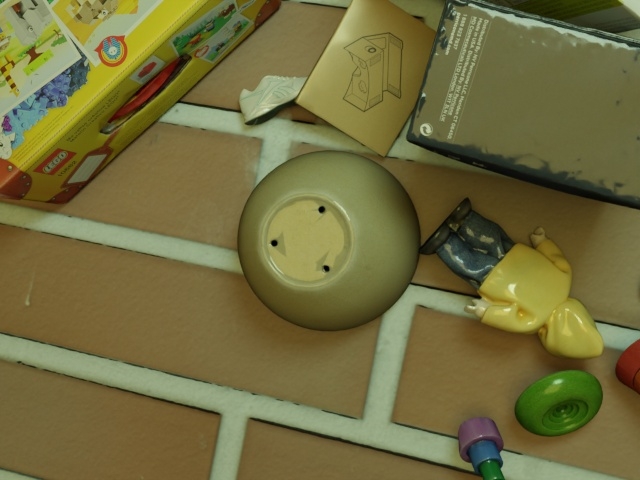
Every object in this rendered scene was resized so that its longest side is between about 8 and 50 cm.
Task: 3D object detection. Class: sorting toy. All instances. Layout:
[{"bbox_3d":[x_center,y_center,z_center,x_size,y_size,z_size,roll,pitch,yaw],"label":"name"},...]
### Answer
[{"bbox_3d":[0.370,0.253,0.925,0.366,0.126,0.127,-25,127,9],"label":"sorting toy"}]

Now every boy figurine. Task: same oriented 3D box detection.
[{"bbox_3d":[0.289,0.059,0.980,0.285,0.092,0.177,39,69,5],"label":"boy figurine"}]

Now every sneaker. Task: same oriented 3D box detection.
[{"bbox_3d":[-0.060,-0.236,1.063,0.152,0.054,0.061,-22,83,10],"label":"sneaker"}]

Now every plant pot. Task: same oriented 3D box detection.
[{"bbox_3d":[0.000,0.000,0.983,0.284,0.191,0.284,0,90,10],"label":"plant pot"}]

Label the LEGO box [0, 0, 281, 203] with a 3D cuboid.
[{"bbox_3d":[-0.378,-0.358,1.049,0.500,0.193,0.372,-41,83,8],"label":"LEGO box"}]

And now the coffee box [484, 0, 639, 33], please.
[{"bbox_3d":[0.277,-0.472,0.811,0.334,0.338,0.337,33,95,-13],"label":"coffee box"}]

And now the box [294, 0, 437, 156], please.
[{"bbox_3d":[0.079,-0.253,1.026,0.164,0.021,0.201,30,96,-12],"label":"box"}]

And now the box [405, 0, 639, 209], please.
[{"bbox_3d":[0.283,-0.165,0.870,0.294,0.296,0.182,17,101,10],"label":"box"}]
